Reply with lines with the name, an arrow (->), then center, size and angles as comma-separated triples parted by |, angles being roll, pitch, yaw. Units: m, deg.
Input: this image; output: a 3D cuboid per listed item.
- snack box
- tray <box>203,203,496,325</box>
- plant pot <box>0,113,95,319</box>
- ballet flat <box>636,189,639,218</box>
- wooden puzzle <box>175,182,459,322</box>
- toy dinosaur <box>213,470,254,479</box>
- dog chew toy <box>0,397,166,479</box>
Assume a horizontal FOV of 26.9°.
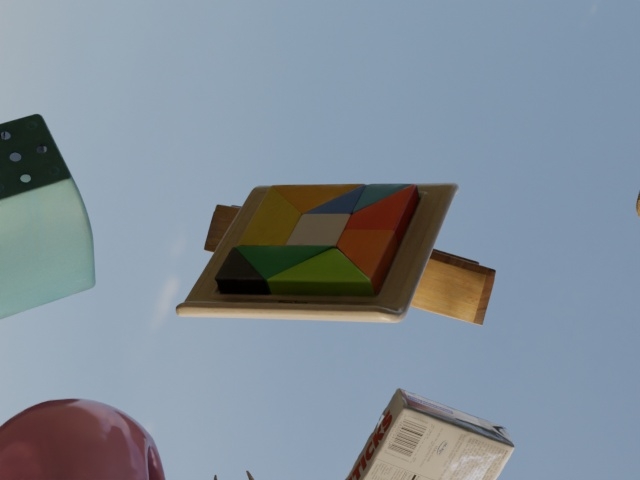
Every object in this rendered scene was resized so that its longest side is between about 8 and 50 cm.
snack box -> 0.028, 0.160, 0.680 | 0.178, 0.064, 0.022 | -62, -161, 19
tray -> 0.021, 0.021, 1.654 | 0.411, 0.203, 0.076 | 13, -93, 66
plant pot -> -0.381, -0.039, 1.676 | 0.165, 0.166, 0.234 | 60, -26, 23
ballet flat -> 0.388, -0.091, 1.290 | 0.206, 0.073, 0.067 | -53, -149, 9
wooden puzzle -> 0.000, 0.000, 1.275 | 0.238, 0.221, 0.044 | -59, 142, -51
toy dinosaur -> 0.012, 0.316, 1.320 | 0.314, 0.121, 0.160 | -3, -97, 27
dog chew toy -> -0.312, 0.264, 1.239 | 0.206, 0.332, 0.206 | 169, -90, -90
